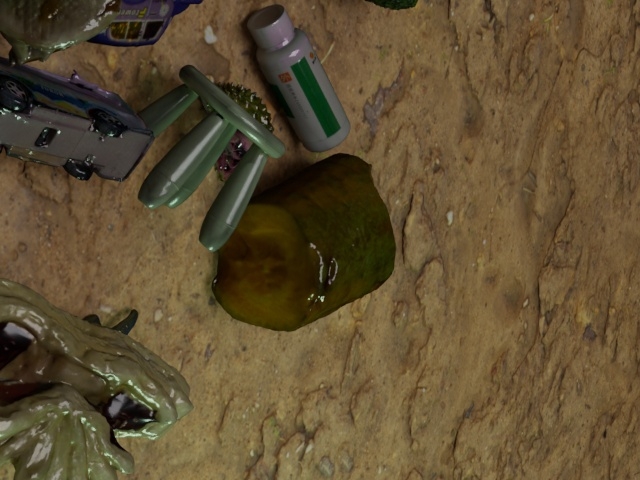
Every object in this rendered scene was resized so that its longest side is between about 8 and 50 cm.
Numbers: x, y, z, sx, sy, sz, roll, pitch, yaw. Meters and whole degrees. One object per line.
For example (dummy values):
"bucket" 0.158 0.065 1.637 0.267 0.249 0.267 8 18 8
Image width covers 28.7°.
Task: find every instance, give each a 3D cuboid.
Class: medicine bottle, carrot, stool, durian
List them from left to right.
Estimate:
"stool" -0.184 -0.128 1.849 0.199 0.195 0.195 -49 136 4
"durian" -0.109 -0.177 2.005 0.119 0.108 0.187 -34 122 -38
"medicine bottle" -0.037 -0.268 2.075 0.095 0.095 0.260 -52 134 -27
"carrot" 0.000 0.000 2.075 0.340 0.241 0.241 -28 119 -40

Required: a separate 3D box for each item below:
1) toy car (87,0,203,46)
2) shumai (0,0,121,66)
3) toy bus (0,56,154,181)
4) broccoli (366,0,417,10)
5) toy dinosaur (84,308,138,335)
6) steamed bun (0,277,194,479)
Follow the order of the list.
"toy car" -0.273 -0.357 1.754 0.235 0.172 0.158 -10 123 -49
"shumai" -0.332 -0.304 1.596 0.201 0.201 0.120 -62 163 -17
"toy bus" -0.381 -0.171 1.671 0.317 0.138 0.112 15 122 -48
"broccoli" 0.146 -0.575 2.049 0.321 0.310 0.413 -76 173 -46
"toy dinosaur" -0.351 0.213 1.881 0.247 0.075 0.188 -33 130 -45
"steamed bun" -0.364 0.229 1.713 0.428 0.189 0.247 36 94 -38
